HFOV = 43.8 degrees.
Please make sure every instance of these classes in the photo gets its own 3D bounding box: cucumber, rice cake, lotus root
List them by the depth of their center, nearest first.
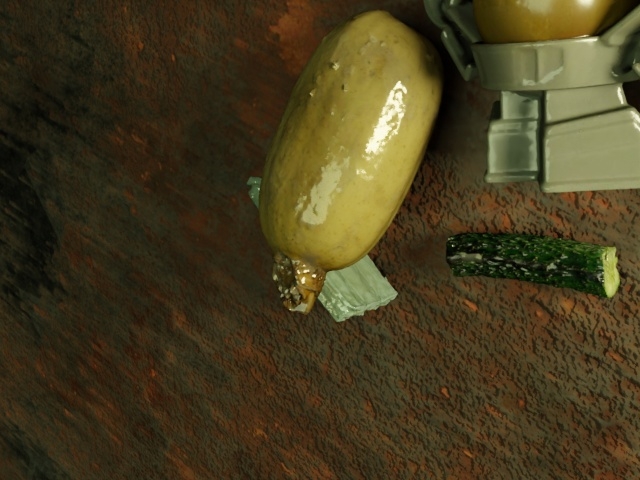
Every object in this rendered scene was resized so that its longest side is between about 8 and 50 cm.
[{"bbox_3d":[0.224,0.022,0.859,0.187,0.058,0.058,8,110,38],"label":"cucumber"},{"bbox_3d":[0.018,-0.083,0.865,0.169,0.151,0.343,29,96,48],"label":"lotus root"},{"bbox_3d":[0.000,0.000,0.987,0.038,0.124,0.211,-41,74,32],"label":"rice cake"}]

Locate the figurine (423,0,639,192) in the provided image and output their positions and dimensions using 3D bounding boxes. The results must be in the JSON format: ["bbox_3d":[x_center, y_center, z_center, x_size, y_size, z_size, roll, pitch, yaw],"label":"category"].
[{"bbox_3d":[0.218,-0.194,0.713,0.342,0.167,0.285,4,109,37],"label":"figurine"}]
